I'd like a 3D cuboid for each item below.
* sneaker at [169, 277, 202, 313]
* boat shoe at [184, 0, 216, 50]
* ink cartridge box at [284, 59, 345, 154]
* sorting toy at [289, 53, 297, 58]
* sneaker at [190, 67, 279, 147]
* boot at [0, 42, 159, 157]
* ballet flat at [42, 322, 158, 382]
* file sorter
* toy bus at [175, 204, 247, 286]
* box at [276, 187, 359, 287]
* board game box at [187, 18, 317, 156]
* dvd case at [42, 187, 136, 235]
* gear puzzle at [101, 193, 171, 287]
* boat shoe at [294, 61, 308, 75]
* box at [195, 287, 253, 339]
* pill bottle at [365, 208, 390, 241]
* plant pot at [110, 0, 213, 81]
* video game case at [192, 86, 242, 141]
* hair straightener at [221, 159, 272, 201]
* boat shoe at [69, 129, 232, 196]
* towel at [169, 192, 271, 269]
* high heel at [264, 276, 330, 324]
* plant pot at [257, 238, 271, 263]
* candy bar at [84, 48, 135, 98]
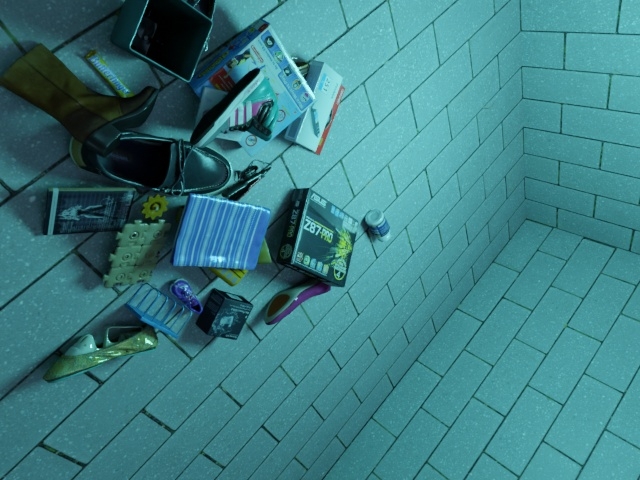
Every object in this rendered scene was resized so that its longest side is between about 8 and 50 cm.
[{"bbox_3d":[-0.470,0.200,1.617,0.068,0.071,0.170,-47,136,-18],"label":"sneaker"},{"bbox_3d":[-0.363,-0.609,1.302,0.095,0.079,0.255,21,94,-49],"label":"boat shoe"},{"bbox_3d":[0.006,-0.485,1.718,0.261,0.066,0.297,11,102,-59],"label":"ink cartridge box"},{"bbox_3d":[-0.120,-0.620,1.547,0.083,0.075,0.045,-33,131,-30],"label":"sorting toy"},{"bbox_3d":[-0.237,-0.351,1.371,0.295,0.124,0.178,-44,127,1],"label":"sneaker"},{"bbox_3d":[-0.585,-0.379,1.137,0.280,0.096,0.264,39,64,-12],"label":"boot"},{"bbox_3d":[-0.695,0.340,1.442,0.348,0.123,0.123,-12,118,-41],"label":"ballet flat"},{"bbox_3d":[-0.542,0.234,1.529,0.105,0.118,0.170,-57,139,-13],"label":"file sorter"},{"bbox_3d":[-0.385,0.021,1.585,0.130,0.108,0.333,-51,138,-11],"label":"toy bus"},{"bbox_3d":[0.000,0.000,1.916,0.394,0.097,0.319,30,67,-49],"label":"box"},{"bbox_3d":[-0.210,-0.480,1.458,0.302,0.086,0.308,-40,137,0],"label":"board game box"},{"bbox_3d":[-0.649,-0.083,1.273,0.221,0.018,0.165,-7,141,-42],"label":"dvd case"},{"bbox_3d":[-0.559,-0.003,1.387,0.175,0.044,0.339,-6,130,-53],"label":"gear puzzle"},{"bbox_3d":[-0.129,-0.564,1.574,0.206,0.073,0.073,-28,128,-24],"label":"boat shoe"},{"bbox_3d":[-0.368,0.287,1.750,0.156,0.093,0.159,26,92,-49],"label":"box"},{"bbox_3d":[0.290,-0.068,2.236,0.094,0.094,0.169,-50,137,-14],"label":"pill bottle"},{"bbox_3d":[-0.429,-0.530,1.158,0.165,0.234,0.166,19,95,-48],"label":"plant pot"},{"bbox_3d":[-0.301,-0.385,1.394,0.157,0.019,0.143,3,122,-36],"label":"video game case"},{"bbox_3d":[-0.264,-0.221,1.627,0.230,0.047,0.089,-41,135,-23],"label":"hair straightener"},{"bbox_3d":[-0.463,-0.222,1.346,0.499,0.155,0.187,7,103,-48],"label":"boat shoe"},{"bbox_3d":[-0.321,-0.017,1.513,0.335,0.040,0.244,8,105,-48],"label":"towel"},{"bbox_3d":[-0.085,0.272,1.997,0.377,0.127,0.181,-44,125,-25],"label":"high heel"},{"bbox_3d":[-0.252,0.036,1.728,0.095,0.134,0.134,-18,126,-9],"label":"plant pot"},{"bbox_3d":[-0.569,-0.442,1.225,0.040,0.018,0.161,-50,138,-15],"label":"candy bar"}]
